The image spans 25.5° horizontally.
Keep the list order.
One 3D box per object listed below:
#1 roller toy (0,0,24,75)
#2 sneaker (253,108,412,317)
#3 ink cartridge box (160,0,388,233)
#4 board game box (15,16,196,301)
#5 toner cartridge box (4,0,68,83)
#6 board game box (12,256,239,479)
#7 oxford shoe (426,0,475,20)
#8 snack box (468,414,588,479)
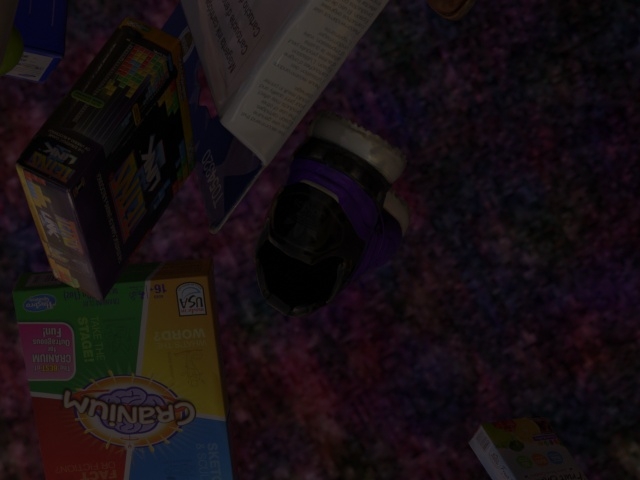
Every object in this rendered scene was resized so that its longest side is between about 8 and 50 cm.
[{"bbox_3d":[-0.279,-0.133,0.816,0.191,0.209,0.146,129,153,-68],"label":"roller toy"},{"bbox_3d":[-0.001,0.000,1.192,0.102,0.146,0.293,27,170,11],"label":"sneaker"},{"bbox_3d":[-0.047,-0.224,1.127,0.330,0.071,0.324,-51,33,21],"label":"ink cartridge box"},{"bbox_3d":[-0.148,-0.055,1.021,0.048,0.141,0.170,25,155,12],"label":"board game box"},{"bbox_3d":[-0.349,-0.349,1.500,0.075,0.165,0.348,-34,50,55],"label":"toner cartridge box"},{"bbox_3d":[-0.236,0.187,1.769,0.064,0.242,0.316,-89,-7,-70],"label":"board game box"},{"bbox_3d":[0.093,-0.280,1.336,0.076,0.076,0.212,-53,37,27],"label":"oxford shoe"},{"bbox_3d":[0.245,0.265,1.599,0.141,0.100,0.037,58,137,36],"label":"snack box"}]
